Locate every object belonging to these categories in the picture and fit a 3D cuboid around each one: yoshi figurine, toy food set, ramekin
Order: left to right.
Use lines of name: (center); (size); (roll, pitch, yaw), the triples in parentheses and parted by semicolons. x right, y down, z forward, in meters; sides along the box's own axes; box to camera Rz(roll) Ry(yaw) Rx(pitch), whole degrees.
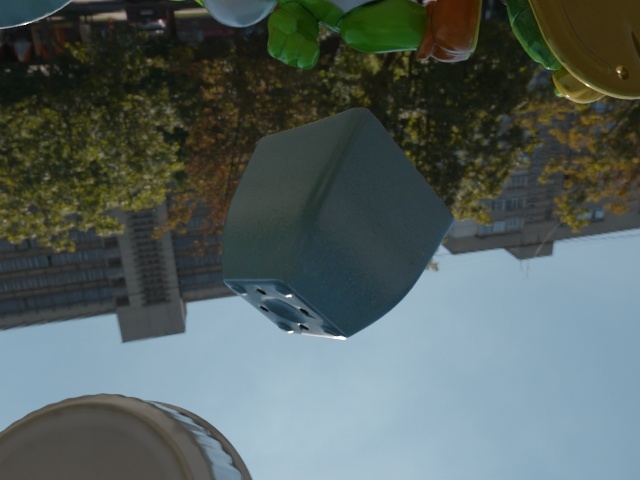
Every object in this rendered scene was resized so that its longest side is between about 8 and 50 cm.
ramekin: (-0.185, 0.253, 0.462); (0.273, 0.127, 0.272); (-3, -122, 4)
yoshi figurine: (-0.023, -0.280, 0.544); (0.362, 0.203, 0.203); (9, -137, 10)
toy food set: (0.195, -0.198, 0.456); (0.128, 0.217, 0.071); (-11, 168, -19)

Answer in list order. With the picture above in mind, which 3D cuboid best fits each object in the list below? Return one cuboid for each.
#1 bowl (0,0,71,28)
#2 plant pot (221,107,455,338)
bowl: (-0.515, -0.486, 0.842); (0.312, 0.311, 0.163); (3, 155, -6)
plant pot: (0.000, 0.000, 0.839); (0.248, 0.247, 0.252); (-5, -132, 48)
